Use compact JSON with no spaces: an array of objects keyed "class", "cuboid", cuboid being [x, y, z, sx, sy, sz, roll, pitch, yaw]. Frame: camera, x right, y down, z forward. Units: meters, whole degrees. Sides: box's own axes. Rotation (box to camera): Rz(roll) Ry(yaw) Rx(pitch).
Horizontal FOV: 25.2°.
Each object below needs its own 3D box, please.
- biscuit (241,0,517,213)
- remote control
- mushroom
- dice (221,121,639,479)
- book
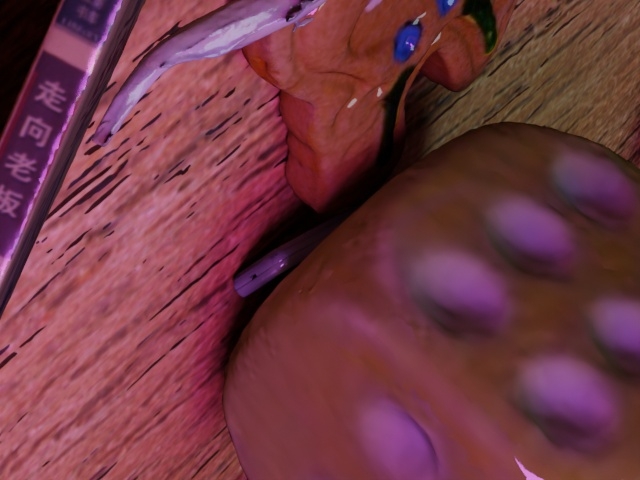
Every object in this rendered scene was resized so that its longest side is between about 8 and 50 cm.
[{"class":"biscuit","cuboid":[0.039,-0.145,0.740,0.202,0.047,0.334,-48,154,-17]},{"class":"remote control","cuboid":[0.000,0.000,0.863,0.053,0.018,0.124,-31,178,44]},{"class":"mushroom","cuboid":[0.016,-0.149,0.614,0.306,0.043,0.068,-50,132,1]},{"class":"dice","cuboid":[0.100,0.085,0.862,0.238,0.227,0.233,-33,164,-39]},{"class":"book","cuboid":[-0.111,-0.023,0.541,0.230,0.026,0.161,-63,-170,15]}]
